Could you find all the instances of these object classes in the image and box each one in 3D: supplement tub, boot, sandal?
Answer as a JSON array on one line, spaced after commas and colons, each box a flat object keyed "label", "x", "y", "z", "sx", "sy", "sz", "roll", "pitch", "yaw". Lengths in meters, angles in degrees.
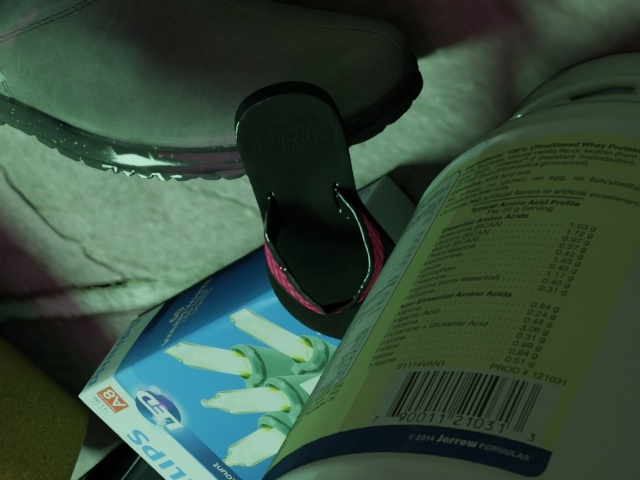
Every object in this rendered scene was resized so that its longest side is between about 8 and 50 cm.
[{"label": "supplement tub", "x": 0.119, "y": 0.086, "z": 0.716, "sx": 0.235, "sy": 0.325, "sz": 0.235, "roll": 16, "pitch": 135, "yaw": 17}, {"label": "boot", "x": -0.121, "y": -0.157, "z": 0.800, "sx": 0.338, "sy": 0.118, "sz": 0.222, "roll": 5, "pitch": 121, "yaw": 17}, {"label": "sandal", "x": 0.000, "y": 0.000, "z": 0.781, "sx": 0.067, "sy": 0.040, "sz": 0.179, "roll": -16, "pitch": 137, "yaw": 5}]

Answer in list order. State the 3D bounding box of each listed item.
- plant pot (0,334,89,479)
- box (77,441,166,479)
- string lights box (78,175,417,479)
[{"label": "plant pot", "x": -0.297, "y": 0.125, "z": 1.096, "sx": 0.254, "sy": 0.237, "sz": 0.237, "roll": 23, "pitch": 139, "yaw": -12}, {"label": "box", "x": -0.071, "y": 0.263, "z": 1.155, "sx": 0.261, "sy": 0.103, "sz": 0.184, "roll": 41, "pitch": 138, "yaw": -9}, {"label": "string lights box", "x": -0.015, "y": 0.075, "z": 0.968, "sx": 0.133, "sy": 0.077, "sz": 0.260, "roll": 46, "pitch": 136, "yaw": -15}]
